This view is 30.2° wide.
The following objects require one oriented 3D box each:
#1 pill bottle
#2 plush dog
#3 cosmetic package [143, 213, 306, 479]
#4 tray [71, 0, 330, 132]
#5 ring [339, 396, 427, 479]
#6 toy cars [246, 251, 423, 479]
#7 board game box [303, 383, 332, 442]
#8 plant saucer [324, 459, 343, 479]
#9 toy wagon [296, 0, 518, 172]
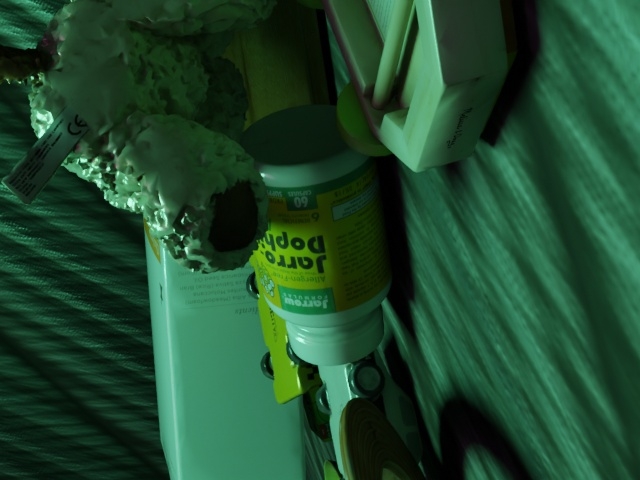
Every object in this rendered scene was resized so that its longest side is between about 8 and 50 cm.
[{"bbox_3d":[0.000,0.000,1.018,0.117,0.117,0.208,-122,19,-55],"label":"pill bottle"},{"bbox_3d":[-0.127,-0.097,0.893,0.225,0.210,0.263,49,-138,-77],"label":"plush dog"},{"bbox_3d":[-0.125,0.078,1.470,0.230,0.161,0.454,-136,42,-70],"label":"cosmetic package"},{"bbox_3d":[-0.117,-0.253,0.988,0.076,0.202,0.411,-114,12,-56],"label":"tray"},{"bbox_3d":[0.085,0.283,0.932,0.337,0.032,0.336,61,-171,-17],"label":"ring"},{"bbox_3d":[0.021,0.132,1.218,0.394,0.087,0.177,-126,37,-50],"label":"toy cars"},{"bbox_3d":[-0.010,0.162,1.537,0.092,0.043,0.181,-174,67,-78],"label":"board game box"},{"bbox_3d":[0.061,0.401,1.563,0.241,0.037,0.241,164,90,-80],"label":"plant saucer"},{"bbox_3d":[0.020,-0.218,0.711,0.267,0.068,0.345,101,152,-68],"label":"toy wagon"}]
